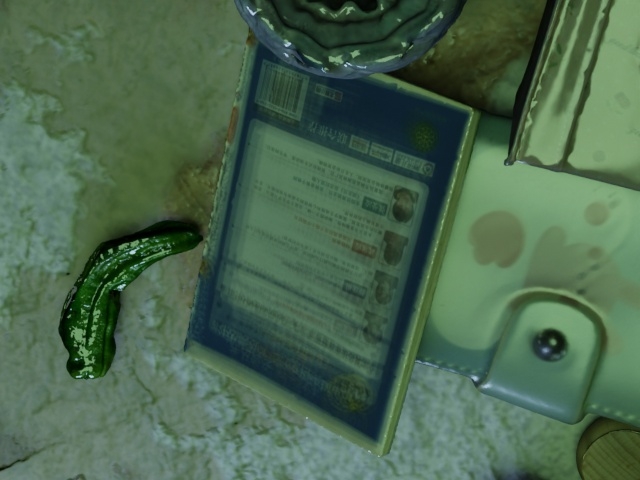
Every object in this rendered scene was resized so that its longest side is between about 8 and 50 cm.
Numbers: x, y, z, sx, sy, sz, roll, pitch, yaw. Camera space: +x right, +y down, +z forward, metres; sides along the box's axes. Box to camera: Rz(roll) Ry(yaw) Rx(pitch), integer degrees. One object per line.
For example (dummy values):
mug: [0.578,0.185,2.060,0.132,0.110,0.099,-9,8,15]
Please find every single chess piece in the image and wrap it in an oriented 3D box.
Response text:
chess piece: [0.273,0.197,1.276,0.083,0.038,0.084,2,112,6]

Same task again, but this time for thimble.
thimble: [0.037,-0.245,1.085,0.205,0.172,0.236,36,110,-6]

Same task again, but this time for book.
book: [0.000,0.000,1.213,0.228,0.018,0.322,25,115,27]

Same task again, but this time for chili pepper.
chili pepper: [-0.184,0.045,1.285,0.073,0.050,0.182,37,108,2]

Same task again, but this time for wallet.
wallet: [0.215,0.033,1.203,0.360,0.083,0.252,16,110,8]

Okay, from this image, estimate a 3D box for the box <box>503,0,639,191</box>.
box: [0.267,-0.197,1.039,0.190,0.225,0.297,16,112,3]
